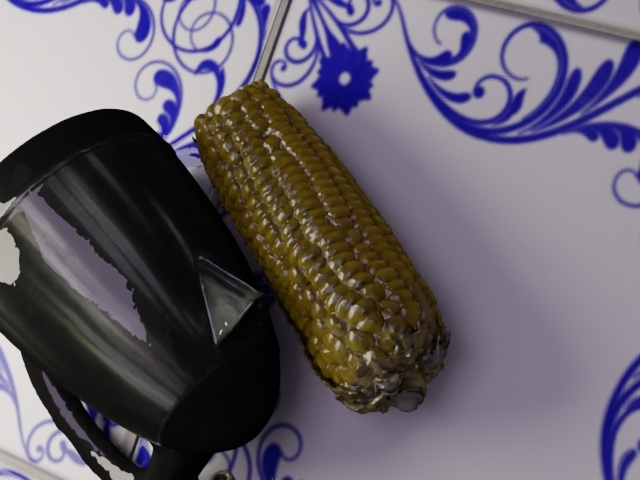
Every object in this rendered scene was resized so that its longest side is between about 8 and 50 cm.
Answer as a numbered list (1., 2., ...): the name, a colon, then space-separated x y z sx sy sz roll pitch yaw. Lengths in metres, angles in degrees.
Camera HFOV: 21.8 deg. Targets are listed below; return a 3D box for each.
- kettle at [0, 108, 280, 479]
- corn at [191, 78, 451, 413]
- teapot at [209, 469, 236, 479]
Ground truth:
1. kettle: -0.152 0.071 1.323 0.251 0.207 0.271 -46 69 6
2. corn: 0.000 0.000 1.302 0.115 0.115 0.318 -41 62 16
3. teapot: -0.100 0.302 1.255 0.186 0.175 0.267 18 89 34
